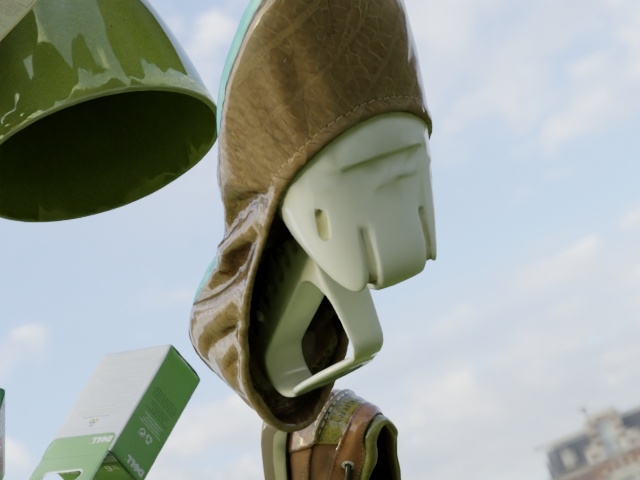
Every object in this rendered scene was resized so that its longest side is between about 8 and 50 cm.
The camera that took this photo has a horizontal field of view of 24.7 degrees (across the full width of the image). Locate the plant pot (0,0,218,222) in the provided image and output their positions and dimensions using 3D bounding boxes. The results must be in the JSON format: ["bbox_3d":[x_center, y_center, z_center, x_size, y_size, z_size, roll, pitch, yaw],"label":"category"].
[{"bbox_3d":[-0.283,-0.214,1.598,0.275,0.293,0.275,-18,-20,-7],"label":"plant pot"}]

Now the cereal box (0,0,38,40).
[{"bbox_3d":[-0.191,-0.220,0.944,0.047,0.173,0.240,25,-35,-27],"label":"cereal box"}]

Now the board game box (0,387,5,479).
[{"bbox_3d":[-0.456,0.159,1.375,0.317,0.046,0.213,16,-30,-4],"label":"board game box"}]

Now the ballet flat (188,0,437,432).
[{"bbox_3d":[0.000,0.000,0.783,0.116,0.124,0.342,-18,-30,-27],"label":"ballet flat"}]

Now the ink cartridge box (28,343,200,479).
[{"bbox_3d":[-0.227,0.212,1.584,0.109,0.209,0.062,-10,-53,37],"label":"ink cartridge box"}]

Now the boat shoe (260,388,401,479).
[{"bbox_3d":[0.025,0.257,1.255,0.110,0.105,0.307,-53,-36,-40],"label":"boat shoe"}]
